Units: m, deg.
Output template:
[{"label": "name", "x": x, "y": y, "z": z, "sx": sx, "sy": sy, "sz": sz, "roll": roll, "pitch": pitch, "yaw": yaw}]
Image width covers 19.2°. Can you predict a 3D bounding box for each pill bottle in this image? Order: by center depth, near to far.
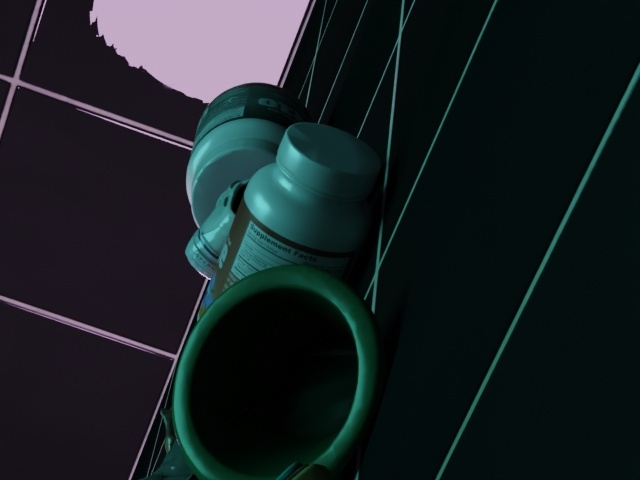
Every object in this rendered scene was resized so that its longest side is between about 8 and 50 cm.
[{"label": "pill bottle", "x": -0.025, "y": 0.007, "z": 1.720, "sx": 0.121, "sy": 0.121, "sz": 0.216, "roll": -83, "pitch": 14, "yaw": -63}, {"label": "pill bottle", "x": -0.084, "y": -0.090, "z": 2.368, "sx": 0.283, "sy": 0.161, "sz": 0.161, "roll": -90, "pitch": 21, "yaw": -71}]

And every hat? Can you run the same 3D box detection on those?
[{"label": "hat", "x": 0.004, "y": 0.121, "z": 1.465, "sx": 0.183, "sy": 0.173, "sz": 0.208, "roll": 40, "pitch": -116, "yaw": -59}]

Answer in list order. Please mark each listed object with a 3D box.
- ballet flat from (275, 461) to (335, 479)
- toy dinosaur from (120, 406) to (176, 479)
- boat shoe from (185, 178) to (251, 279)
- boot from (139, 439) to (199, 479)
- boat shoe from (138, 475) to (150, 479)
[{"label": "ballet flat", "x": -0.020, "y": 0.209, "z": 1.267, "sx": 0.080, "sy": 0.073, "sz": 0.232, "roll": -47, "pitch": -6, "yaw": -18}, {"label": "toy dinosaur", "x": -0.136, "y": 0.286, "z": 1.614, "sx": 0.296, "sy": 0.127, "sz": 0.200, "roll": 44, "pitch": 134, "yaw": 33}, {"label": "boat shoe", "x": -0.062, "y": -0.023, "z": 1.874, "sx": 0.076, "sy": 0.083, "sz": 0.226, "roll": -49, "pitch": 5, "yaw": 22}, {"label": "boot", "x": -0.054, "y": 0.191, "z": 1.526, "sx": 0.208, "sy": 0.189, "sz": 0.076, "roll": -36, "pitch": -38, "yaw": -49}, {"label": "boat shoe", "x": -0.213, "y": 0.285, "z": 1.812, "sx": 0.113, "sy": 0.306, "sz": 0.105, "roll": 62, "pitch": 149, "yaw": 22}]
